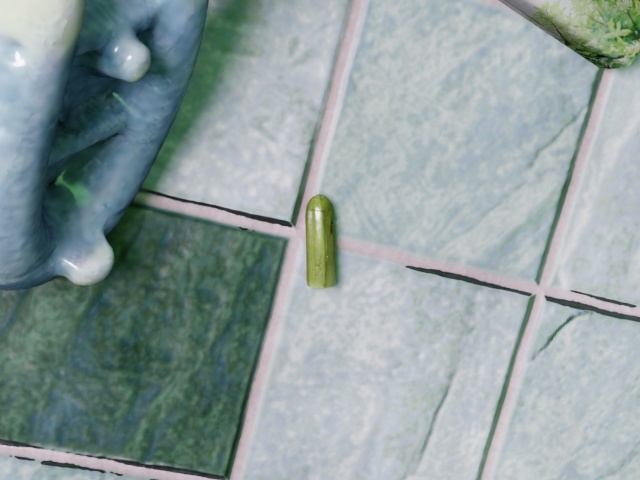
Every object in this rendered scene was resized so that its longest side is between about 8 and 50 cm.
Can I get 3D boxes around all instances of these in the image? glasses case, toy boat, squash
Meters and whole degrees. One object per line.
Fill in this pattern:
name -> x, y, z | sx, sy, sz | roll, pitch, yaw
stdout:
glasses case -> 0.174, -0.258, 0.752 | 0.272, 0.062, 0.095 | 28, 95, -15
toy boat -> -0.169, -0.072, 0.610 | 0.123, 0.215, 0.330 | 41, 129, 5
squash -> 0.000, 0.000, 0.786 | 0.027, 0.027, 0.083 | -4, 102, -10
